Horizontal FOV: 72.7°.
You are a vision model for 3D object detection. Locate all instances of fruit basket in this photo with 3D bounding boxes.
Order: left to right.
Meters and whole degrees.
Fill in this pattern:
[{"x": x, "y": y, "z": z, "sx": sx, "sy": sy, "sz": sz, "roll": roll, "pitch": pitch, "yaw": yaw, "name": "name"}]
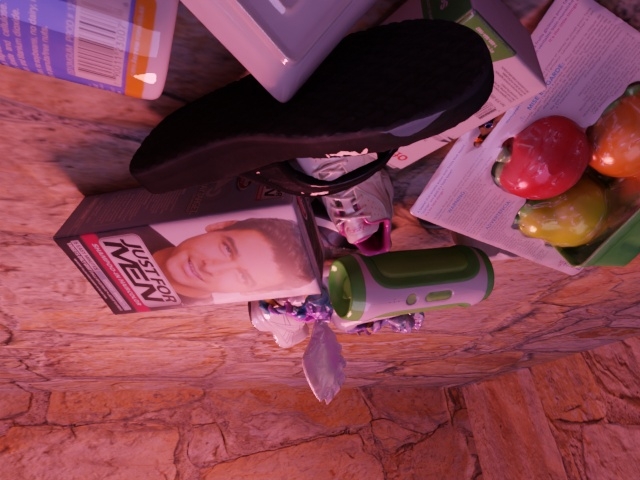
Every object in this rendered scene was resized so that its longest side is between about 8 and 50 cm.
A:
[{"x": 0.354, "y": -0.114, "z": 0.620, "sx": 0.353, "sy": 0.165, "sz": 0.327, "roll": 21, "pitch": 122, "yaw": -14, "name": "fruit basket"}]

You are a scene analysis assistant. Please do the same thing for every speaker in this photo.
[{"x": 0.171, "y": 0.076, "z": 0.815, "sx": 0.297, "sy": 0.131, "sz": 0.131, "roll": -4, "pitch": 152, "yaw": -20, "name": "speaker"}]

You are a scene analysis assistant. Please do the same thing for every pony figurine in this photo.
[{"x": 0.051, "y": 0.165, "z": 1.026, "sx": 0.363, "sy": 0.303, "sz": 0.351, "roll": -20, "pitch": 117, "yaw": 30, "name": "pony figurine"}]

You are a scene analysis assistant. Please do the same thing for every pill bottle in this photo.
[{"x": -0.252, "y": -0.215, "z": 0.329, "sx": 0.272, "sy": 0.152, "sz": 0.152, "roll": 9, "pitch": 148, "yaw": -24, "name": "pill bottle"}]

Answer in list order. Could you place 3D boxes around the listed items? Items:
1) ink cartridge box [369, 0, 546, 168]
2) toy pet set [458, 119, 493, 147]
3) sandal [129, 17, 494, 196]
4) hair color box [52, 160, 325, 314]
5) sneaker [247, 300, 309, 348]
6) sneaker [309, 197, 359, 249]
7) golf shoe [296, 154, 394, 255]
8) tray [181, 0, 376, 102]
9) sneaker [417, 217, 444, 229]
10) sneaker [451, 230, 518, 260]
[{"x": 0.121, "y": -0.185, "z": 0.509, "sx": 0.153, "sy": 0.086, "sz": 0.208, "roll": 18, "pitch": 149, "yaw": -38, "name": "ink cartridge box"}, {"x": 0.260, "y": -0.117, "z": 0.705, "sx": 0.122, "sy": 0.065, "sz": 0.114, "roll": 21, "pitch": 142, "yaw": -40, "name": "toy pet set"}, {"x": -0.033, "y": -0.116, "z": 0.471, "sx": 0.446, "sy": 0.167, "sz": 0.107, "roll": -1, "pitch": 143, "yaw": 39, "name": "sandal"}, {"x": -0.195, "y": 0.006, "z": 0.705, "sx": 0.375, "sy": 0.113, "sz": 0.185, "roll": -8, "pitch": 130, "yaw": 11, "name": "hair color box"}, {"x": -0.088, "y": 0.225, "z": 1.231, "sx": 0.129, "sy": 0.111, "sz": 0.297, "roll": -20, "pitch": 150, "yaw": 12, "name": "sneaker"}, {"x": -0.001, "y": -0.002, "z": 0.827, "sx": 0.226, "sy": 0.086, "sz": 0.163, "roll": 22, "pitch": 131, "yaw": -26, "name": "sneaker"}, {"x": 0.046, "y": -0.081, "z": 0.652, "sx": 0.115, "sy": 0.140, "sz": 0.306, "roll": -17, "pitch": 149, "yaw": 23, "name": "golf shoe"}, {"x": -0.063, "y": -0.234, "z": 0.291, "sx": 0.145, "sy": 0.030, "sz": 0.270, "roll": -47, "pitch": 128, "yaw": 5, "name": "tray"}, {"x": 0.299, "y": -0.056, "z": 0.805, "sx": 0.222, "sy": 0.083, "sz": 0.118, "roll": -19, "pitch": 149, "yaw": 20, "name": "sneaker"}, {"x": 0.346, "y": 0.016, "z": 0.966, "sx": 0.212, "sy": 0.080, "sz": 0.094, "roll": 14, "pitch": 158, "yaw": -35, "name": "sneaker"}]
